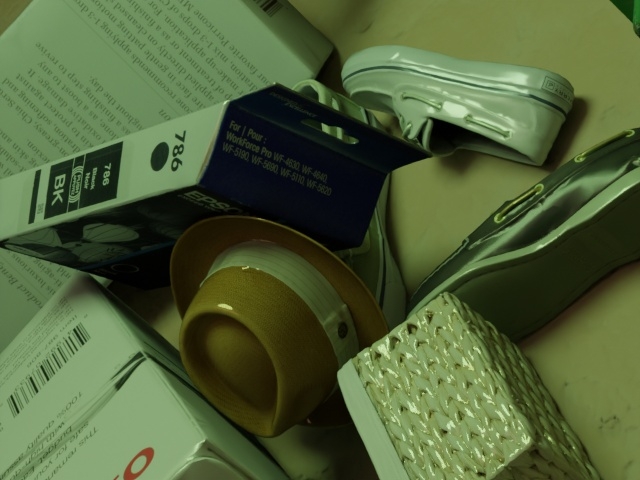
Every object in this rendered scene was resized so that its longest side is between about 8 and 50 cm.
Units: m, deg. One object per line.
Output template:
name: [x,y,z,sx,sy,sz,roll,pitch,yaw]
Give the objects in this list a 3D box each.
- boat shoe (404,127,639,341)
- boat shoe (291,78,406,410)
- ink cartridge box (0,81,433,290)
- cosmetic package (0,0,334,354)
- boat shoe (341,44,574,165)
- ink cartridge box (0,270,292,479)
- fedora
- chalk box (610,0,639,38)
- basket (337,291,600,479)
boat shoe: [0.154,0.003,0.987,0.227,0.081,0.069,-32,39,19]
boat shoe: [0.000,0.000,1.146,0.109,0.094,0.302,-30,44,31]
ink cartridge box: [-0.092,-0.029,1.058,0.332,0.165,0.065,-15,64,44]
cosmetic package: [-0.227,-0.093,1.332,0.453,0.230,0.161,-43,8,17]
boat shoe: [0.094,-0.106,1.124,0.226,0.083,0.076,10,76,47]
ink cartridge box: [-0.179,0.223,1.041,0.285,0.166,0.395,-48,25,-3]
fedora: [-0.042,0.076,0.999,0.194,0.194,0.079,-17,24,41]
chalk box: [0.307,-0.175,0.860,0.289,0.180,0.179,-19,50,41]
basket: [0.101,0.131,0.922,0.103,0.113,0.167,-41,39,14]
